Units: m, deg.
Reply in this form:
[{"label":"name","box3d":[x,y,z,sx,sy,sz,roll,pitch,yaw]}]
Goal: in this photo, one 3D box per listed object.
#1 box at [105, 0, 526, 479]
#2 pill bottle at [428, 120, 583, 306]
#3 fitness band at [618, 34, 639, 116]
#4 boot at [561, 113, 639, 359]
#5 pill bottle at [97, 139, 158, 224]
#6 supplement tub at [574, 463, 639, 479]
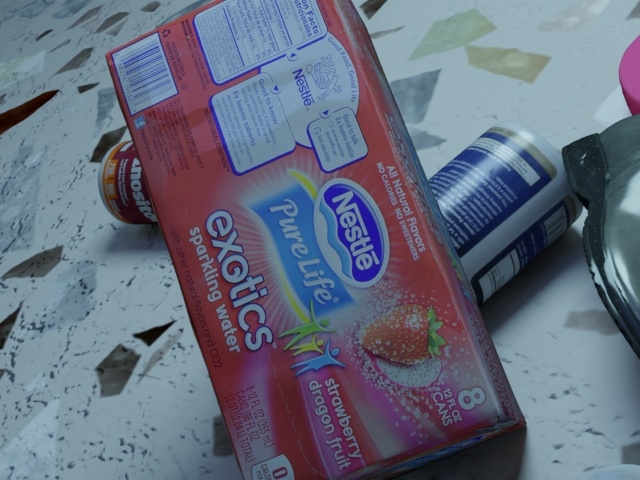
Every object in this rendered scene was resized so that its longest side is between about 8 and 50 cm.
[{"label":"box","box3d":[0.000,0.000,0.711,0.154,0.142,0.300,-24,74,11]},{"label":"pill bottle","box3d":[0.099,-0.002,0.821,0.169,0.094,0.094,-39,33,-14]},{"label":"fitness band","box3d":[0.355,-0.134,0.833,0.209,0.054,0.291,-41,32,-15]},{"label":"boot","box3d":[0.246,-0.022,0.700,0.161,0.083,0.246,-29,37,23]},{"label":"pill bottle","box3d":[-0.137,-0.059,1.104,0.152,0.086,0.086,-2,42,39]},{"label":"supplement tub","box3d":[0.153,0.163,0.536,0.071,0.107,0.071,-21,33,14]}]
